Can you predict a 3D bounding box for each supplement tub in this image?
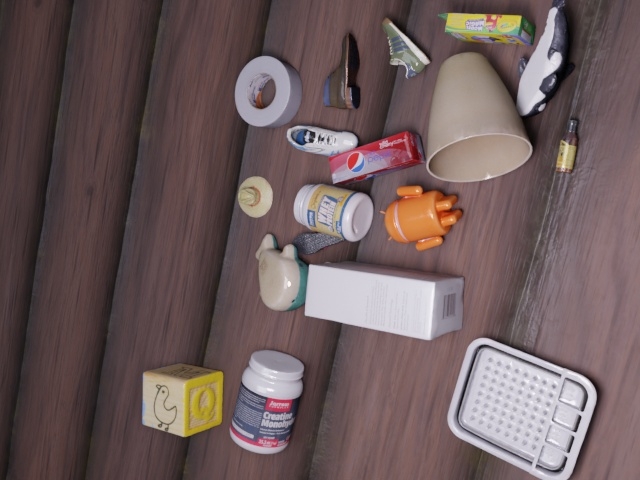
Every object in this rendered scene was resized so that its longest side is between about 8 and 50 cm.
[{"bbox_3d":[-0.162,0.497,2.078,0.191,0.191,0.272,21,103,31],"label":"supplement tub"},{"bbox_3d":[0.038,-0.086,1.961,0.200,0.144,0.144,16,100,32],"label":"supplement tub"}]

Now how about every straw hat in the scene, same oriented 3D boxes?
[{"bbox_3d":[-0.231,-0.142,2.184,0.145,0.061,0.144,0,91,33],"label":"straw hat"}]

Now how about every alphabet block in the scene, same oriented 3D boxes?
[{"bbox_3d":[-0.464,0.533,2.274,0.197,0.193,0.192,3,94,33],"label":"alphabet block"}]

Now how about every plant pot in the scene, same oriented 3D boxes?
[{"bbox_3d":[0.381,-0.325,1.697,0.257,0.256,0.273,-17,66,32],"label":"plant pot"}]

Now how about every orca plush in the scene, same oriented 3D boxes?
[{"bbox_3d":[0.571,-0.442,1.654,0.151,0.102,0.287,-151,66,-67],"label":"orca plush"}]

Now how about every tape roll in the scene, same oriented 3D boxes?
[{"bbox_3d":[-0.165,-0.466,2.127,0.219,0.072,0.219,1,92,34],"label":"tape roll"}]

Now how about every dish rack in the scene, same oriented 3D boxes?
[{"bbox_3d":[0.510,0.420,1.712,0.333,0.072,0.285,20,103,31],"label":"dish rack"}]

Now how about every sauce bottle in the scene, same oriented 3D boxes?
[{"bbox_3d":[0.608,-0.230,1.652,0.042,0.042,0.128,11,95,32],"label":"sauce bottle"}]

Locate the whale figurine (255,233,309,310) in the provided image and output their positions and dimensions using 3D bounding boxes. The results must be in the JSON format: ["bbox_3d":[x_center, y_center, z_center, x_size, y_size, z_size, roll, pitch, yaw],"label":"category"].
[{"bbox_3d":[-0.114,0.099,2.092,0.216,0.141,0.272,-61,38,26],"label":"whale figurine"}]

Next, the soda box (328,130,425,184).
[{"bbox_3d":[0.158,-0.230,1.911,0.263,0.092,0.083,-15,82,32],"label":"soda box"}]

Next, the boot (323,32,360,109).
[{"bbox_3d":[0.054,-0.494,1.979,0.106,0.082,0.219,0,93,30],"label":"boot"}]

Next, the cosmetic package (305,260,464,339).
[{"bbox_3d":[0.173,0.153,1.841,0.385,0.217,0.156,6,94,34],"label":"cosmetic package"}]

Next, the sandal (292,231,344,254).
[{"bbox_3d":[0.000,0.000,2.057,0.179,0.040,0.067,-15,88,18],"label":"sandal"}]

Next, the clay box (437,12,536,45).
[{"bbox_3d":[0.419,-0.538,1.715,0.222,0.127,0.053,13,99,33],"label":"clay box"}]

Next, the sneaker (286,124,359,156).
[{"bbox_3d":[0.003,-0.298,2.015,0.237,0.086,0.085,11,96,31],"label":"sneaker"}]

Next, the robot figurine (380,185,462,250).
[{"bbox_3d":[0.268,-0.065,1.825,0.220,0.158,0.128,-14,51,32],"label":"robot figurine"}]

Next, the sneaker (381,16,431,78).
[{"bbox_3d":[0.217,-0.533,1.881,0.086,0.064,0.192,-46,71,20],"label":"sneaker"}]
